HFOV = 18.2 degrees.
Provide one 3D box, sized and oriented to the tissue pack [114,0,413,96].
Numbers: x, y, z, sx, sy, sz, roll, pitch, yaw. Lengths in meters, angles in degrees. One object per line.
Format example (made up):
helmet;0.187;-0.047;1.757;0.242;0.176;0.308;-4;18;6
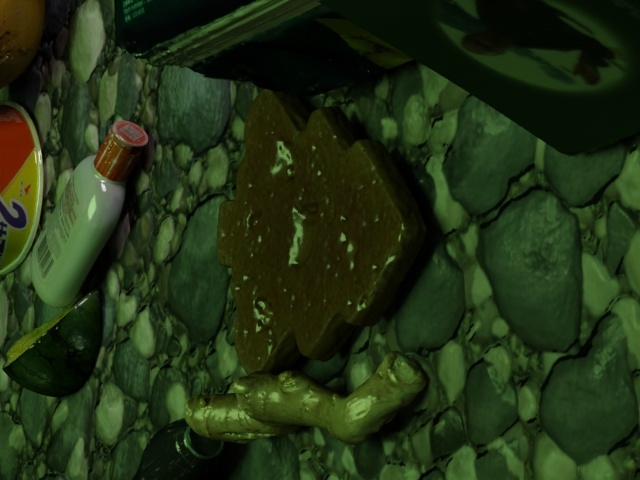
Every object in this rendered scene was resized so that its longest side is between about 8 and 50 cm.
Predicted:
tissue pack;0.023;-0.289;1.608;0.416;0.253;0.264;-17;71;53

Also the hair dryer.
hair dryer;-0.123;0.291;1.930;0.195;0.075;0.219;-47;57;54

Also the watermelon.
watermelon;-0.289;0.129;2.198;0.181;0.075;0.092;-33;15;46

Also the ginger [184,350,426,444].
ginger;-0.021;0.144;1.772;0.288;0.089;0.075;-14;38;49

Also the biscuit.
biscuit;0.001;0.000;1.788;0.301;0.043;0.278;6;91;55

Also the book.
book;0.202;-0.167;1.344;0.371;0.260;0.043;-17;51;53

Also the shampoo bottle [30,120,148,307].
shampoo bottle;-0.247;-0.033;2.136;0.221;0.051;0.108;-57;31;31

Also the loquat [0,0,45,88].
loquat;-0.424;-0.267;2.268;0.235;0.235;0.235;-9;78;54

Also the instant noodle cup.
instant noodle cup;-0.444;-0.067;2.318;0.213;0.174;0.213;-8;81;55
